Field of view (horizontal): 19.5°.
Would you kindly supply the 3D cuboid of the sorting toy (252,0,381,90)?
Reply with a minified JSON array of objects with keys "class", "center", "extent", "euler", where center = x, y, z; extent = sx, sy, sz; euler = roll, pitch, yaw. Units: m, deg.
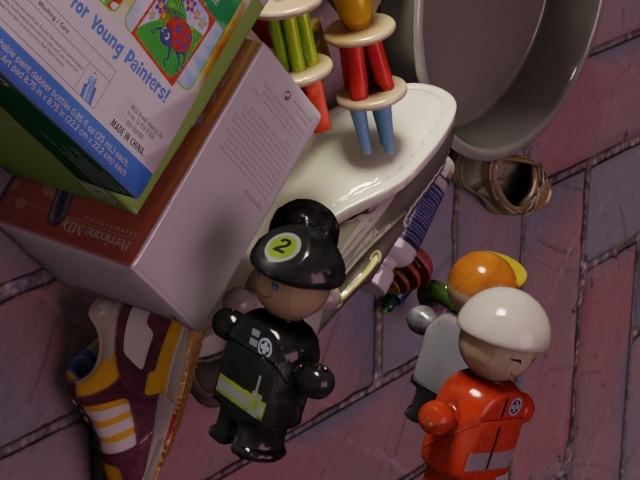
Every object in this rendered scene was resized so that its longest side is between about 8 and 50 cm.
[{"class":"sorting toy","center":[0.011,-0.236,1.354],"extent":[0.132,0.046,0.275],"euler":[43,68,-52]}]

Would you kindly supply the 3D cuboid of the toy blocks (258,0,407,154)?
[{"class":"toy blocks","center":[0.009,-0.114,1.304],"extent":[0.123,0.054,0.148],"euler":[-37,126,-39]}]

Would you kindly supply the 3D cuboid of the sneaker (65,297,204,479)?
[{"class":"sneaker","center":[-0.137,0.111,1.290],"extent":[0.070,0.083,0.185],"euler":[-69,179,-52]}]

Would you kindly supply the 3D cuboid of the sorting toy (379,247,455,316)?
[{"class":"sorting toy","center":[0.077,0.046,1.547],"extent":[0.102,0.061,0.042],"euler":[51,60,-23]}]

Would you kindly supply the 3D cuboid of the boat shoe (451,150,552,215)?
[{"class":"boat shoe","center":[0.169,-0.051,1.639],"extent":[0.153,0.048,0.056],"euler":[26,82,-54]}]

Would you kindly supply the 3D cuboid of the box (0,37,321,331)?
[{"class":"box","center":[-0.104,-0.048,1.204],"extent":[0.170,0.130,0.091],"euler":[-61,144,-17]}]

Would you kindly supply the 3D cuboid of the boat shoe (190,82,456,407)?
[{"class":"boat shoe","center":[-0.003,-0.001,1.384],"extent":[0.305,0.109,0.091],"euler":[-44,136,-26]}]

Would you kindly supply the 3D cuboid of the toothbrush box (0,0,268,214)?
[{"class":"toothbrush box","center":[-0.164,-0.181,1.078],"extent":[0.206,0.122,0.283],"euler":[-61,143,-16]}]

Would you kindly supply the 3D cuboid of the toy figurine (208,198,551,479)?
[{"class":"toy figurine","center":[0.038,0.062,1.212],"extent":[0.209,0.213,0.148],"euler":[-78,-177,-76]}]

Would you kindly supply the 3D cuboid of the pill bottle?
[{"class":"pill bottle","center":[0.054,-0.020,1.483],"extent":[0.067,0.067,0.120],"euler":[42,70,-52]}]

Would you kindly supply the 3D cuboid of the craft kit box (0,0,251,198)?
[{"class":"craft kit box","center":[-0.118,-0.189,0.989],"extent":[0.247,0.061,0.250],"euler":[-59,142,-14]}]

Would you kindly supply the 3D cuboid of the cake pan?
[{"class":"cake pan","center":[0.144,-0.213,1.534],"extent":[0.293,0.054,0.293],"euler":[-26,124,-46]}]
